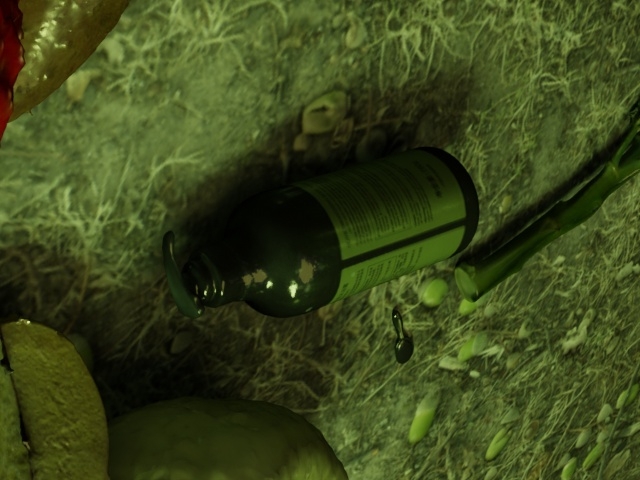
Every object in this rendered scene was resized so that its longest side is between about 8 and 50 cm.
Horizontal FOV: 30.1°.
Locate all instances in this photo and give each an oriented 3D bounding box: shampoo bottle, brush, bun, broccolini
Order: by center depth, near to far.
[{"bbox_3d":[-0.121,0.288,0.921,0.349,0.227,0.353,-54,147,-47],"label":"bun"},{"bbox_3d":[0.000,0.000,0.946,0.283,0.101,0.101,-19,130,-38],"label":"shampoo bottle"},{"bbox_3d":[0.081,0.097,1.184,0.024,0.008,0.083,-35,139,-19],"label":"brush"},{"bbox_3d":[0.287,-0.070,1.246,0.392,0.074,0.079,-34,180,-23],"label":"broccolini"}]

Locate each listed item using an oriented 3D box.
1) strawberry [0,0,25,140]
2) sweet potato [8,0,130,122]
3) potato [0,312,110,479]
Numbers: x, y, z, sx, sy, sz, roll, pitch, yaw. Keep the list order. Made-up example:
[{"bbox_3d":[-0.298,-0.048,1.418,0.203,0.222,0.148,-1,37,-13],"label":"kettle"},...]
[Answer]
[{"bbox_3d":[-0.230,-0.125,0.504,0.238,0.250,0.288,36,64,-47],"label":"strawberry"},{"bbox_3d":[-0.126,-0.220,0.649,0.114,0.092,0.342,1,117,-29],"label":"sweet potato"},{"bbox_3d":[-0.191,0.137,0.817,0.089,0.100,0.172,-9,79,-47],"label":"potato"}]
